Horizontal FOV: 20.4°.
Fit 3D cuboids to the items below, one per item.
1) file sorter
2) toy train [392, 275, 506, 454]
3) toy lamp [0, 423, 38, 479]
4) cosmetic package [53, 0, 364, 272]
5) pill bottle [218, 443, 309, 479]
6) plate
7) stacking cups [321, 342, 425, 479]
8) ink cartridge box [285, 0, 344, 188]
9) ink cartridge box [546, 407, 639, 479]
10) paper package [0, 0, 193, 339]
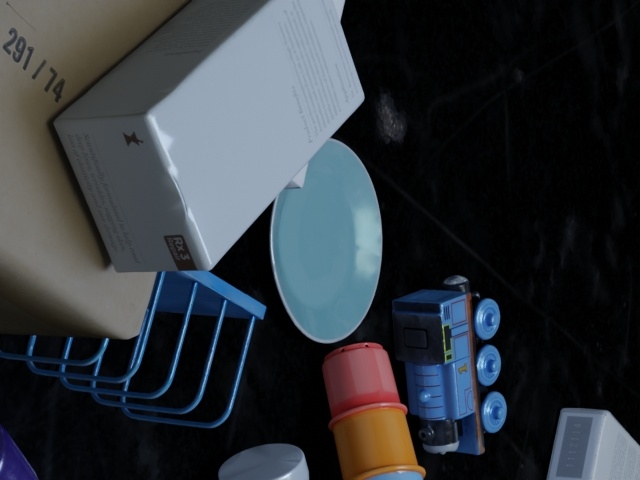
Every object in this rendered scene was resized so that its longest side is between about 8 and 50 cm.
[{"bbox_3d":[-0.145,0.065,1.326,0.170,0.118,0.104,34,65,-52],"label":"file sorter"},{"bbox_3d":[0.128,0.130,1.784,0.105,0.080,0.184,-16,105,-47],"label":"toy train"},{"bbox_3d":[-0.279,0.113,1.150,0.275,0.080,0.080,47,51,-47],"label":"toy lamp"},{"bbox_3d":[-0.067,-0.087,1.176,0.231,0.085,0.117,-47,126,-46],"label":"cosmetic package"},{"bbox_3d":[-0.030,0.270,1.507,0.103,0.103,0.184,-38,120,-51],"label":"pill bottle"},{"bbox_3d":[0.000,0.000,1.633,0.188,0.024,0.188,1,88,-56],"label":"plate"},{"bbox_3d":[0.056,0.247,1.584,0.096,0.096,0.316,22,46,-55],"label":"stacking cups"},{"bbox_3d":[-0.080,-0.198,1.430,0.198,0.114,0.273,36,60,-51],"label":"ink cartridge box"},{"bbox_3d":[0.332,0.382,2.096,0.261,0.066,0.296,43,55,-48],"label":"ink cartridge box"},{"bbox_3d":[-0.233,-0.127,1.148,0.325,0.168,0.310,41,56,-48],"label":"paper package"}]
